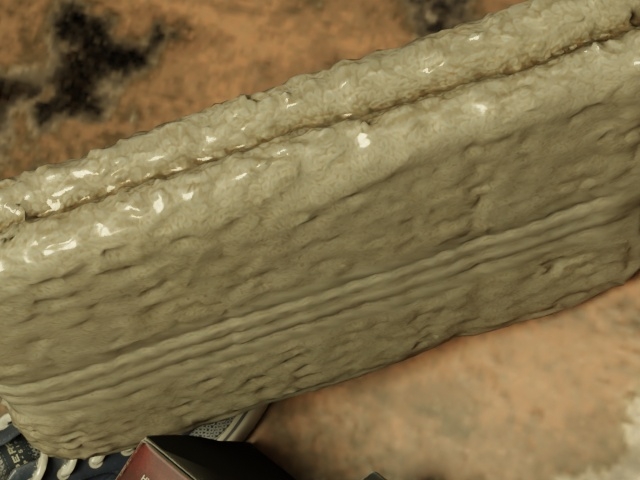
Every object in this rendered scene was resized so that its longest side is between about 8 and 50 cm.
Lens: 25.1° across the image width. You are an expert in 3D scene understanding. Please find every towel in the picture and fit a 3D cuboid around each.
[{"bbox_3d":[0.000,0.000,0.536,0.282,0.187,0.049,-18,62,-2],"label":"towel"}]

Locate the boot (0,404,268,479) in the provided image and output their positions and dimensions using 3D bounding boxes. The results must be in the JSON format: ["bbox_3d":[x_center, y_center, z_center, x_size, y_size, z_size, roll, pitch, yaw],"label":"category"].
[{"bbox_3d":[-0.106,0.092,0.644,0.190,0.086,0.069,-39,70,11],"label":"boot"}]

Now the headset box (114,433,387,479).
[{"bbox_3d":[-0.032,0.235,0.578,0.218,0.110,0.293,34,94,22],"label":"headset box"}]
